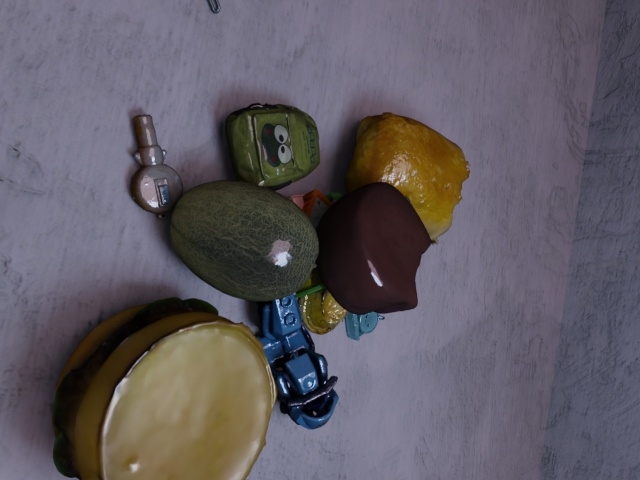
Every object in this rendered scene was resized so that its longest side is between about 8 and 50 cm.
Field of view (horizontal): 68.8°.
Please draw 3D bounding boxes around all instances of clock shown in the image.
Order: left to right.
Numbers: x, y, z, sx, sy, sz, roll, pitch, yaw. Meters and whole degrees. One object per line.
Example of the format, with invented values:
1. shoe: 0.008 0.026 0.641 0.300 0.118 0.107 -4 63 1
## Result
1. clock: 0.000 0.000 1.233 0.219 0.106 0.256 -10 78 -47
2. clock: 0.142 0.240 1.457 0.147 0.045 0.108 -18 106 -39

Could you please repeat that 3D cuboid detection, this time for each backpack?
1. backpack: -0.111 -0.228 1.136 0.253 0.139 0.207 -21 107 -45

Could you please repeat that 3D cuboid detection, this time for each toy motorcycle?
1. toy motorcycle: -0.062 0.293 1.157 0.171 0.232 0.417 -17 105 -27

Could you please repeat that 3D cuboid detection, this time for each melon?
1. melon: -0.162 -0.001 1.014 0.328 0.248 0.249 23 76 -3

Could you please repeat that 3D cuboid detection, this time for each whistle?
1. whistle: -0.349 -0.151 0.982 0.107 0.057 0.220 -16 102 -39

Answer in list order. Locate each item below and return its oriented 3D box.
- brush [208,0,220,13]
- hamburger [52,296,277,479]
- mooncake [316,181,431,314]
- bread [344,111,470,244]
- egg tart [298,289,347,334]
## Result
1. brush: -0.279 -0.637 1.020 0.062 0.027 0.266 -39 118 -32
2. hamburger: -0.308 0.323 0.911 0.395 0.277 0.397 -2 93 -43
3. mooncake: 0.134 0.021 1.144 0.333 0.174 0.326 22 54 -43
4. bread: 0.246 -0.182 1.375 0.394 0.250 0.362 18 81 -40
5. egg tart: 0.023 0.177 1.330 0.191 0.074 0.192 -7 100 -42
